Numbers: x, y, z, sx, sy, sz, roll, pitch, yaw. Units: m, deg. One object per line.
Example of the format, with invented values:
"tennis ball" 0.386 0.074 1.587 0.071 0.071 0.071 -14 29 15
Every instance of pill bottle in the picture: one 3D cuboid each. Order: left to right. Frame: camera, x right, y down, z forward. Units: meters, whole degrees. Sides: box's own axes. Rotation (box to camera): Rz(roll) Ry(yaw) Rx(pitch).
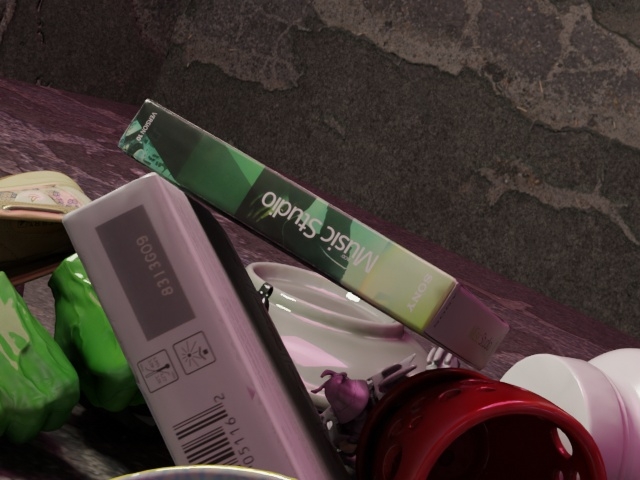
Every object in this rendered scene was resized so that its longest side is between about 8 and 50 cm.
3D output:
"pill bottle" 0.371 0.237 1.518 0.408 0.229 0.229 15 10 -29

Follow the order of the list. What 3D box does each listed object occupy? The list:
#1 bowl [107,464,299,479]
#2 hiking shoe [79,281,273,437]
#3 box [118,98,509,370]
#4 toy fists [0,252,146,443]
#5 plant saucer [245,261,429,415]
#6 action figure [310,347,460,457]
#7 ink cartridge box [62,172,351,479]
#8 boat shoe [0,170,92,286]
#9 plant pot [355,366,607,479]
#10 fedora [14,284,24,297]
"bowl" -0.064 0.257 0.646 0.289 0.289 0.156 29 -30 45
"hiking shoe" -0.145 0.108 1.503 0.113 0.132 0.304 22 11 16
"box" 0.000 0.000 1.314 0.322 0.058 0.232 29 -2 22
"toy fists" -0.226 0.097 1.307 0.279 0.096 0.142 -15 58 -38
"plant saucer" -0.009 0.110 1.885 0.401 0.100 0.400 18 10 -3
"action figure" 0.098 0.186 1.548 0.285 0.099 0.185 27 -41 -37
"ink cartridge box" -0.077 0.118 1.283 0.308 0.091 0.385 63 1 8
"boat shoe" -0.320 0.005 1.317 0.285 0.104 0.089 -20 35 -32
"plant pot" 0.134 0.208 1.332 0.191 0.191 0.174 16 7 -20
"fedora" -0.382 0.039 1.454 0.244 0.124 0.275 23 10 22
